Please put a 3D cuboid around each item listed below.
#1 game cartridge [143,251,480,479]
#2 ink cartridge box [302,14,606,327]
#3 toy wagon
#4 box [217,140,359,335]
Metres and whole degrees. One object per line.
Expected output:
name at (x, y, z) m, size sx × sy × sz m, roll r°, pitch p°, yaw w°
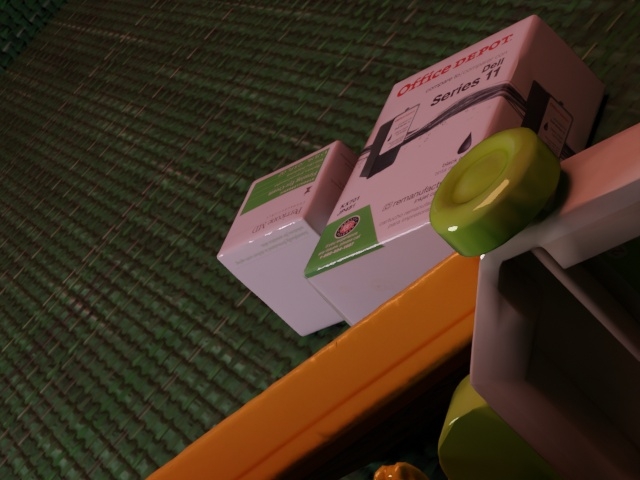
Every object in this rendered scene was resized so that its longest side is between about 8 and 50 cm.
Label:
game cartridge at (0.055, 0.067, 1.003) m, size 0.285 × 0.052 × 0.324 m, roll -38°, pitch -8°, yaw 21°
ink cartridge box at (0.096, -0.043, 1.284) m, size 0.153 × 0.087 × 0.208 m, roll -24°, pitch 30°, yaw 42°
toy wagon at (0.164, 0.048, 0.757) m, size 0.344 × 0.267 × 0.068 m, roll -28°, pitch 27°, yaw 39°
box at (0.000, 0.000, 1.366) m, size 0.101 × 0.102 × 0.087 m, roll -23°, pitch 33°, yaw 42°
